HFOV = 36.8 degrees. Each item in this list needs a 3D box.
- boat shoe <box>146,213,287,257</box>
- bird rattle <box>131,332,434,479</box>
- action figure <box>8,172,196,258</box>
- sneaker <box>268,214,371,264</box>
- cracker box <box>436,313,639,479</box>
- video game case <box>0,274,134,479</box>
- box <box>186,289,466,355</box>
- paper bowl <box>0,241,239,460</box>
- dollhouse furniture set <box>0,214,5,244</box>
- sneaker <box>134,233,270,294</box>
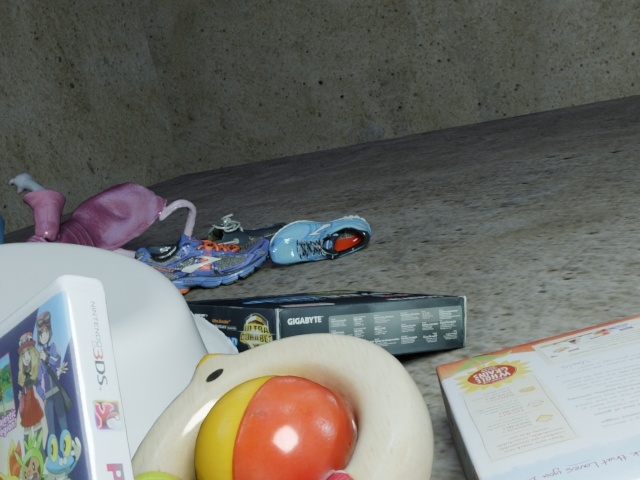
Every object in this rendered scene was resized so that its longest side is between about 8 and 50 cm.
[{"bbox_3d":[-0.162,0.007,1.573,0.254,0.079,0.095,-18,10,-21],"label":"boat shoe"},{"bbox_3d":[-0.029,0.120,0.441,0.253,0.143,0.207,-16,35,37],"label":"bird rattle"},{"bbox_3d":[-0.427,0.031,1.651,0.275,0.248,0.370,18,20,17],"label":"action figure"},{"bbox_3d":[0.000,0.000,1.441,0.162,0.064,0.073,-15,13,-5],"label":"sneaker"},{"bbox_3d":[0.161,0.117,0.558,0.155,0.067,0.232,-14,9,3],"label":"cracker box"},{"bbox_3d":[-0.137,0.138,0.391,0.023,0.184,0.201,11,-34,-45],"label":"video game case"},{"bbox_3d":[-0.003,0.077,0.890,0.220,0.051,0.175,-1,0,-38],"label":"box"},{"bbox_3d":[-0.193,0.099,0.660,0.284,0.148,0.284,6,20,-2],"label":"paper bowl"},{"bbox_3d":[-0.613,0.032,1.307,0.286,0.198,0.303,-13,47,4],"label":"dollhouse furniture set"},{"bbox_3d":[-0.181,0.029,1.456,0.221,0.087,0.083,-16,11,-10],"label":"sneaker"}]
